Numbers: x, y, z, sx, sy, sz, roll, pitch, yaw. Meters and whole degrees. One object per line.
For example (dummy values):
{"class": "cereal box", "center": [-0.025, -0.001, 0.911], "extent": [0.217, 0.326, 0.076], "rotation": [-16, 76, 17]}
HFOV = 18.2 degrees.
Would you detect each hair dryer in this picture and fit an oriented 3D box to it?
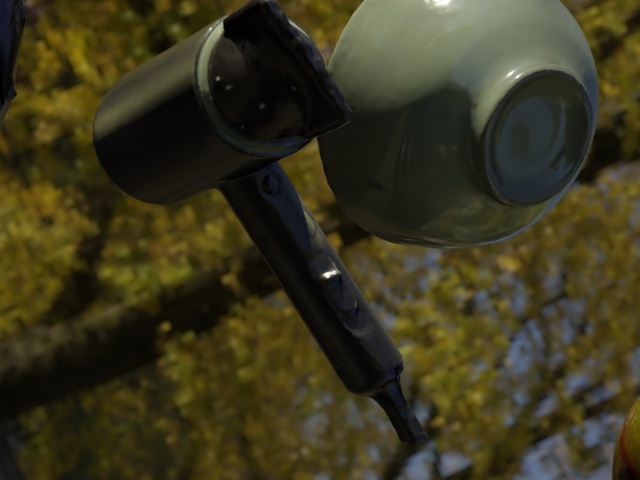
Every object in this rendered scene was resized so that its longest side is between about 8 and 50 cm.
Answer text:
{"class": "hair dryer", "center": [0.000, 0.000, 1.020], "extent": [0.248, 0.078, 0.195], "rotation": [56, -26, -9]}

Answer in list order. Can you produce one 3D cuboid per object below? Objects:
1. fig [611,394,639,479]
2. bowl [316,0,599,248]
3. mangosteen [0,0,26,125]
{"class": "fig", "center": [0.225, 0.104, 1.091], "extent": [0.186, 0.142, 0.148], "rotation": [-107, -159, -54]}
{"class": "bowl", "center": [0.152, -0.110, 1.805], "extent": [0.146, 0.289, 0.289], "rotation": [29, -35, 48]}
{"class": "mangosteen", "center": [-0.275, -0.117, 1.022], "extent": [0.211, 0.250, 0.211], "rotation": [14, 90, -83]}
